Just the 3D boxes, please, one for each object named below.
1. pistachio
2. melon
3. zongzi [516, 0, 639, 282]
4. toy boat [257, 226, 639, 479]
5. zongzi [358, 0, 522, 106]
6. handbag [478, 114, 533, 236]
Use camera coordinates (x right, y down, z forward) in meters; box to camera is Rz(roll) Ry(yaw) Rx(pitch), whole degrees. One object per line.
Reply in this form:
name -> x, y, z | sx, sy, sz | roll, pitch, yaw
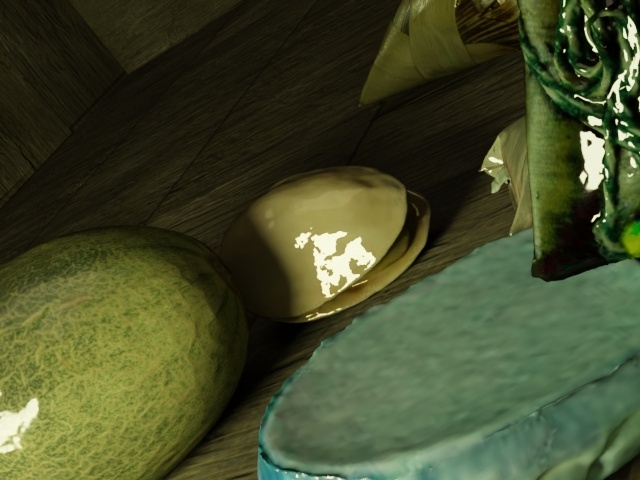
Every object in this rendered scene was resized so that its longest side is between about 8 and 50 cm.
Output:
pistachio -> 0.000, 0.000, 1.121 | 0.223, 0.126, 0.152 | -23, 58, 26
melon -> -0.218, 0.120, 1.049 | 0.329, 0.248, 0.248 | -30, 20, 5
zongzi -> 0.315, -0.144, 0.689 | 0.383, 0.319, 0.362 | 2, 10, 34
toy boat -> 0.119, 0.104, 0.731 | 0.330, 0.123, 0.215 | -30, 26, -11
zongzi -> 0.169, -0.238, 1.379 | 0.317, 0.154, 0.289 | -54, 19, 16
handbag -> 0.248, -0.085, 0.869 | 0.270, 0.117, 0.182 | -26, 20, 11
